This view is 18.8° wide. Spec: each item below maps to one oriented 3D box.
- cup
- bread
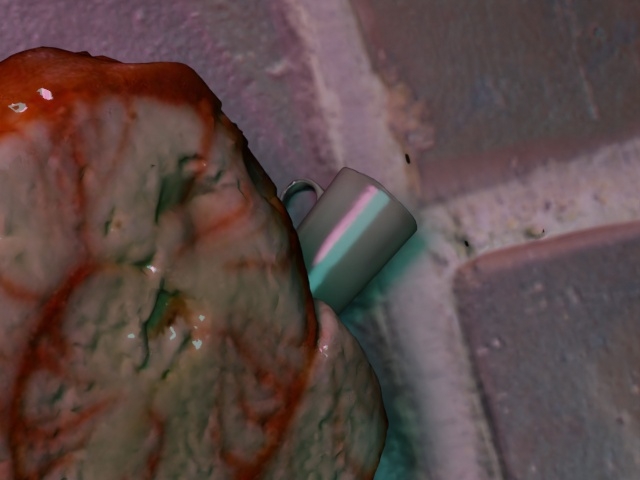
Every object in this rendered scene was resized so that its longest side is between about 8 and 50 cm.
[{"bbox_3d":[0.001,0.000,1.087,0.075,0.054,0.083,40,82,3],"label":"cup"},{"bbox_3d":[-0.124,0.075,0.941,0.295,0.114,0.328,-43,127,-24],"label":"bread"}]
